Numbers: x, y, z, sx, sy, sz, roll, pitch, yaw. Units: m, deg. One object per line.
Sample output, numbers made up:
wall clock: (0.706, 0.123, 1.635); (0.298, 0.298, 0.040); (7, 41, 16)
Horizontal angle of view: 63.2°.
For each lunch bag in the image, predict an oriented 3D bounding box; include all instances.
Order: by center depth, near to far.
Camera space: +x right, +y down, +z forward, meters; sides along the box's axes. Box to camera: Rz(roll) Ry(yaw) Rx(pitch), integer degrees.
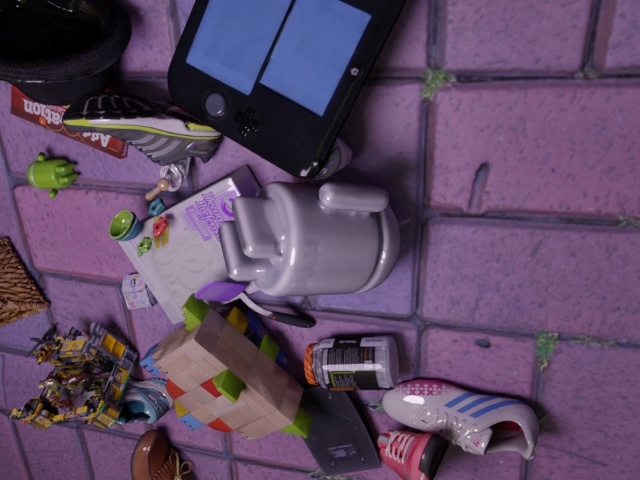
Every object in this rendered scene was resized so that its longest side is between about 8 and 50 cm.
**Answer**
lunch bag: (-0.437, 0.120, 1.258); (0.071, 0.053, 0.083); (-7, 101, 18)

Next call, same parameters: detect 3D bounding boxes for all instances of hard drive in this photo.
hard drive: (0.033, 0.449, 1.260); (0.172, 0.054, 0.255); (-20, 106, 23)

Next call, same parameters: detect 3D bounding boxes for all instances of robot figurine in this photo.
robot figurine: (0.000, 0.000, 0.947); (0.300, 0.353, 0.200); (-48, 51, 47)
robot figurine: (-0.612, -0.150, 1.182); (0.115, 0.067, 0.101); (0, 115, 17)

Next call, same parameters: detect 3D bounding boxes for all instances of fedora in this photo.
fedora: (-0.522, -0.358, 0.990); (0.334, 0.334, 0.152); (21, 146, 7)

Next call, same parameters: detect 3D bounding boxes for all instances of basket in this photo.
basket: (-0.900, 0.160, 1.319); (0.299, 0.213, 0.223); (-18, 106, 23)

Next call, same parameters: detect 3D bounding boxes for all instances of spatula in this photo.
spatula: (-0.128, 0.143, 1.110); (0.296, 0.030, 0.084); (27, 133, -32)

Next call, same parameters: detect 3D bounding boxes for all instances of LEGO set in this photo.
LEGO set: (-0.638, 0.332, 1.291); (0.331, 0.255, 0.192); (-4, 139, 30)

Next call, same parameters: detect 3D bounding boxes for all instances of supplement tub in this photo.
supplement tub: (0.068, 0.268, 1.137); (0.190, 0.117, 0.117); (-5, 111, 18)

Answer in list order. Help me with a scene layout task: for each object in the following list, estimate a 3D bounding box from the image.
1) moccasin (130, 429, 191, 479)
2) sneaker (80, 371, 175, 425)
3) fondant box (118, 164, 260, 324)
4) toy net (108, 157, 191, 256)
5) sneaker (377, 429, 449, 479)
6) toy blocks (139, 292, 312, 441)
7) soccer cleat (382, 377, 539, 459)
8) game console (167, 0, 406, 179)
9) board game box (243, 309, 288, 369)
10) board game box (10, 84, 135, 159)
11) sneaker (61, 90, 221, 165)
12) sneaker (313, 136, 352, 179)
moccasin: (-0.419, 0.681, 1.445); (0.147, 0.139, 0.380); (-1, 113, 16)
sneaker: (-0.528, 0.421, 1.374); (0.283, 0.122, 0.110); (-2, 111, 17)
fondant box: (-0.244, 0.017, 1.132); (0.330, 0.096, 0.238); (-24, 105, 23)
toy net: (-0.337, -0.086, 1.067); (0.122, 0.045, 0.232); (27, 82, 42)
sneaker: (0.184, 0.469, 1.130); (0.136, 0.116, 0.314); (27, 155, 17)
toy blocks: (-0.234, 0.322, 1.154); (0.261, 0.191, 0.381); (-34, 110, 31)
soccer cleat: (0.290, 0.380, 1.105); (0.331, 0.143, 0.116); (2, 113, 16)
game console: (-0.067, -0.342, 0.863); (0.342, 0.060, 0.386); (33, 106, 19)
board game box: (-0.207, 0.279, 1.237); (0.210, 0.047, 0.160); (-29, 109, 16)
board game box: (-0.539, -0.293, 1.123); (0.281, 0.027, 0.145); (22, 118, 6)
sneaker: (-0.335, -0.204, 1.007); (0.300, 0.111, 0.121); (4, 130, -17)
sneaker: (-0.068, -0.209, 0.974); (0.297, 0.129, 0.111); (41, 112, 16)
